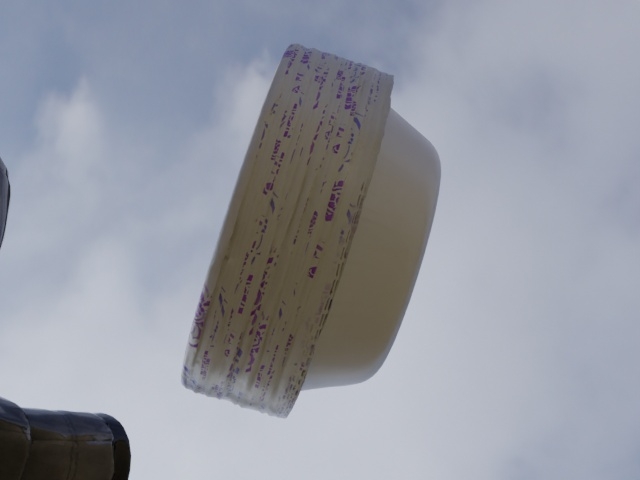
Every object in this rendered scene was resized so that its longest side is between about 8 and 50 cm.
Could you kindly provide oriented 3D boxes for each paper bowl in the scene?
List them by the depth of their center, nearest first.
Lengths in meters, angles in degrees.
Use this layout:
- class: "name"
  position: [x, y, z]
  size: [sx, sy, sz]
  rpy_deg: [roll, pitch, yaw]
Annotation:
- class: "paper bowl"
  position: [0.000, 0.000, 1.012]
  size: [0.148, 0.284, 0.284]
  rpy_deg: [16, -69, -1]

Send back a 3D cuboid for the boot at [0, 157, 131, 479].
- class: "boot"
  position: [-0.161, 0.065, 0.512]
  size: [0.222, 0.118, 0.338]
  rpy_deg: [19, -39, -41]
